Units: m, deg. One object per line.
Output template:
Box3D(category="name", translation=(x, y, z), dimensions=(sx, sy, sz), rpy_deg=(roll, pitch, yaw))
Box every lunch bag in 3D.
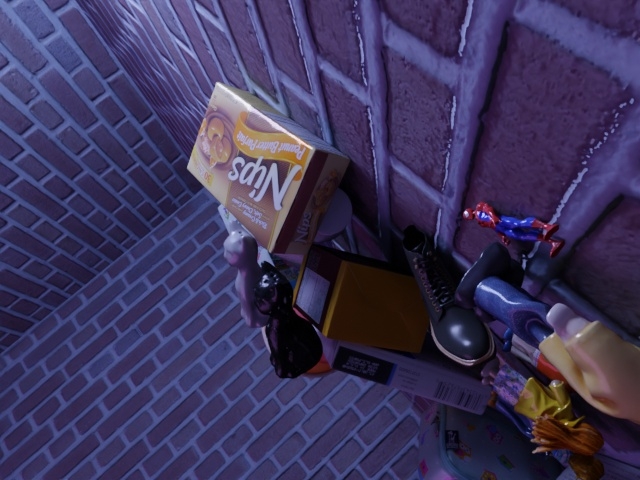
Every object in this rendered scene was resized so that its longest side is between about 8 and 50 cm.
Box3D(category="lunch bag", translation=(0.321, 0.414, 0.908), dimensions=(0.279, 0.108, 0.224), rpy_deg=(28, -148, -1))

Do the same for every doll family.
Box3D(category="doll family", translation=(0.304, 0.243, 0.645), dimensions=(0.163, 0.118, 0.263), rpy_deg=(35, 159, 43))

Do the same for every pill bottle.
Box3D(category="pill bottle", translation=(-0.010, -0.055, 0.934), dimensions=(0.118, 0.117, 0.208), rpy_deg=(50, 171, -10))

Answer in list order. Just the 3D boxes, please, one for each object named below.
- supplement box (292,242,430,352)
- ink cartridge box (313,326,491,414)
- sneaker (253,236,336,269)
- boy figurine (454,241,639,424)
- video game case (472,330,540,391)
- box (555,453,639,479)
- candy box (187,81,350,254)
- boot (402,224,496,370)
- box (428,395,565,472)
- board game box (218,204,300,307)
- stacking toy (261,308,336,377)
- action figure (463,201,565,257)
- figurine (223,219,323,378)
Box3D(category="supplement box", translation=(0.075, 0.100, 0.883), dimensions=(0.191, 0.129, 0.194), rpy_deg=(14, -176, -23))
Box3D(category="ink cartridge box", translation=(0.138, 0.221, 0.975), dimensions=(0.303, 0.072, 0.307), rpy_deg=(18, -178, -10))
Box3D(category="sneaker", translation=(0.000, 0.000, 1.106), dimensions=(0.282, 0.161, 0.102), rpy_deg=(37, 150, -20))
Box3D(category="boy figurine", translation=(0.253, 0.101, 0.423), dimensions=(0.177, 0.092, 0.285), rpy_deg=(33, -179, -41))
Box3D(category="video game case", translation=(0.316, 0.231, 0.876), dimensions=(0.206, 0.026, 0.227), rpy_deg=(47, 170, 10))
Box3D(category="box", translation=(0.473, 0.441, 0.720), dimensions=(0.181, 0.119, 0.182), rpy_deg=(47, 170, 7))
Box3D(category="candy box", translation=(-0.108, -0.134, 0.844), dimensions=(0.087, 0.183, 0.316), rpy_deg=(3, -150, -46))
Box3D(category="boot", translation=(0.168, 0.075, 0.680), dimensions=(0.137, 0.076, 0.198), rpy_deg=(60, -177, -28))
Box3D(category="box", translation=(0.410, 0.472, 1.106), dimensions=(0.311, 0.121, 0.148), rpy_deg=(46, 170, 13))
Box3D(category="board game box", translation=(-0.102, 0.022, 1.211), dimensions=(0.223, 0.097, 0.304), rpy_deg=(6, -131, -52))
Box3D(category="stacking toy", translation=(0.056, 0.220, 1.355), dimensions=(0.351, 0.350, 0.480), rpy_deg=(50, 155, -7))
Box3D(category="action figure", translation=(0.189, -0.015, 0.489), dimensions=(0.038, 0.030, 0.115), rpy_deg=(49, 174, -31))
Box3D(category="figurine", translation=(-0.091, 0.088, 0.799), dimensions=(0.215, 0.092, 0.210), rpy_deg=(46, 156, 44))
